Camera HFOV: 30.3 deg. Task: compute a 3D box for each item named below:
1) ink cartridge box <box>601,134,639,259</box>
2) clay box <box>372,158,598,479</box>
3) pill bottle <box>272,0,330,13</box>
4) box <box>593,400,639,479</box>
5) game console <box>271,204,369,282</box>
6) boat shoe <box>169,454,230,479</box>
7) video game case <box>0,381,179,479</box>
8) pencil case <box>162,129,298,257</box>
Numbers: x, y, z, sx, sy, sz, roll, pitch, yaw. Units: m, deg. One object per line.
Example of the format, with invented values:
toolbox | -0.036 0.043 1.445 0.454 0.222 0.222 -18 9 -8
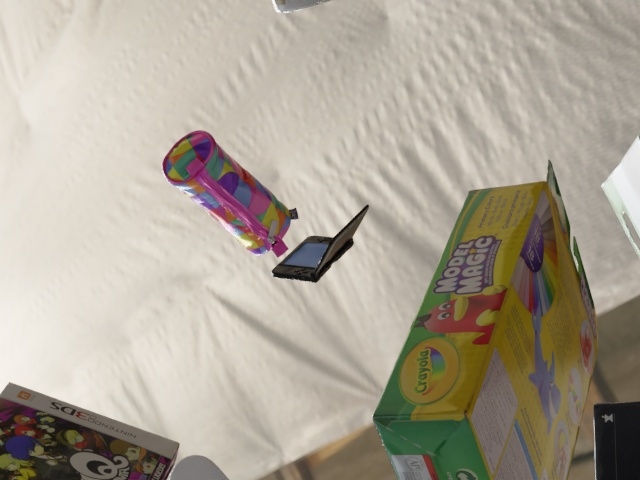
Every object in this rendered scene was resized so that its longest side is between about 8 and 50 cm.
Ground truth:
ink cartridge box | 0.397 -0.026 1.338 0.235 0.056 0.171 60 5 -79
clay box | 0.100 0.065 0.633 0.053 0.222 0.127 -7 -58 27
pill bottle | -0.034 -0.403 1.550 0.112 0.112 0.186 6 -60 52
box | 0.559 0.393 1.631 0.312 0.179 0.343 -9 -113 32
game console | 0.000 0.000 1.618 0.107 0.122 0.071 6 -62 28
boat shoe | -0.126 0.459 1.846 0.301 0.108 0.102 36 -19 38
video game case | -0.280 0.257 1.237 0.210 0.232 0.042 19 -62 3
pencil case | -0.135 -0.068 1.786 0.104 0.104 0.236 23 -14 46
